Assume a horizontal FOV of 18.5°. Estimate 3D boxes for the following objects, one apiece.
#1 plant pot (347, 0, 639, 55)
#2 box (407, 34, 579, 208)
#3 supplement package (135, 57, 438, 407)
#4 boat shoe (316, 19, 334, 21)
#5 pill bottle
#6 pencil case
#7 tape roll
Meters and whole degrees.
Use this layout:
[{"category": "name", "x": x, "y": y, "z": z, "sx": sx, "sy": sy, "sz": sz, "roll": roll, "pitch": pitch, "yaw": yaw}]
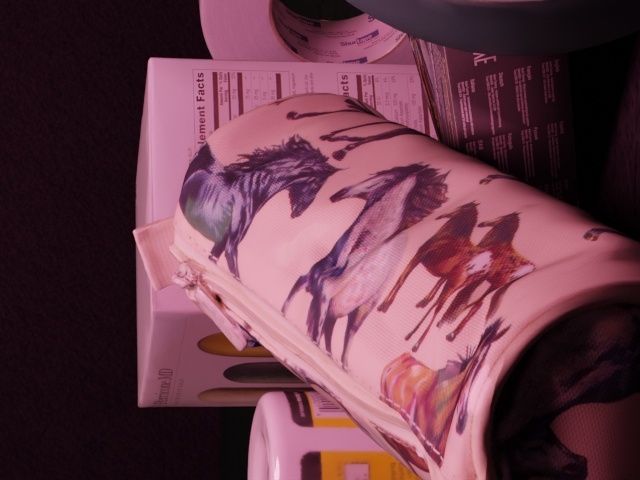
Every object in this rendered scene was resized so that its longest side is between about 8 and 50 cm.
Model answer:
[{"category": "plant pot", "x": 0.088, "y": -0.214, "z": 0.866, "sx": 0.235, "sy": 0.293, "sz": 0.293, "roll": 53, "pitch": -144, "yaw": -79}, {"category": "box", "x": 0.087, "y": -0.176, "z": 1.189, "sx": 0.307, "sy": 0.076, "sz": 0.242, "roll": 77, "pitch": 180, "yaw": -49}, {"category": "supplement package", "x": 0.000, "y": 0.000, "z": 1.435, "sx": 0.199, "sy": 0.262, "sz": 0.198, "roll": 108, "pitch": 161, "yaw": -64}, {"category": "boat shoe", "x": 0.012, "y": -0.146, "z": 1.815, "sx": 0.355, "sy": 0.132, "sz": 0.130, "roll": 130, "pitch": 139, "yaw": -75}, {"category": "pill bottle", "x": 0.066, "y": 0.149, "z": 1.170, "sx": 0.119, "sy": 0.208, "sz": 0.119, "roll": -179, "pitch": 90, "yaw": -81}, {"category": "pencil case", "x": 0.057, "y": 0.043, "z": 1.036, "sx": 0.410, "sy": 0.183, "sz": 0.160, "roll": 35, "pitch": 153, "yaw": 60}, {"category": "tape roll", "x": 0.015, "y": -0.198, "z": 1.503, "sx": 0.072, "sy": 0.219, "sz": 0.219, "roll": -101, "pitch": 14, "yaw": -52}]
